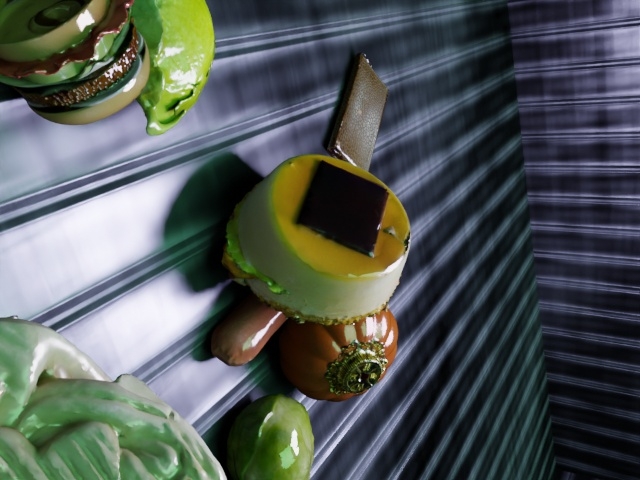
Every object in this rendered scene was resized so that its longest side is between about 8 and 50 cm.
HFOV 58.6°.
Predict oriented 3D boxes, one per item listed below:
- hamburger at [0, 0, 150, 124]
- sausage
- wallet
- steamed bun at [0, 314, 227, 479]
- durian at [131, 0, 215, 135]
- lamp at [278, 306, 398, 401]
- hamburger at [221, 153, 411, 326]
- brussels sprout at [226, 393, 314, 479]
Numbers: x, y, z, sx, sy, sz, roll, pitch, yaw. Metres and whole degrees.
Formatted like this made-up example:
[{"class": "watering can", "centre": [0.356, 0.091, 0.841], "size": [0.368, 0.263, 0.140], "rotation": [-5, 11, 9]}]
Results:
[{"class": "hamburger", "centre": [-0.263, -0.200, 0.608], "size": [0.137, 0.175, 0.175], "rotation": [69, 38, -51]}, {"class": "sausage", "centre": [-0.103, 0.128, 0.924], "size": [0.194, 0.077, 0.077], "rotation": [-48, 129, -42]}, {"class": "wallet", "centre": [0.083, -0.263, 1.220], "size": [0.133, 0.039, 0.243], "rotation": [36, 62, -43]}, {"class": "steamed bun", "centre": [-0.297, 0.258, 0.506], "size": [0.394, 0.237, 0.346], "rotation": [6, 55, -25]}, {"class": "durian", "centre": [-0.205, -0.262, 0.738], "size": [0.139, 0.101, 0.250], "rotation": [-17, 106, -56]}, {"class": "lamp", "centre": [0.032, 0.183, 1.018], "size": [0.223, 0.196, 0.223], "rotation": [-12, 121, -21]}, {"class": "hamburger", "centre": [0.000, 0.000, 0.915], "size": [0.179, 0.294, 0.276], "rotation": [120, -12, -48]}, {"class": "brussels sprout", "centre": [-0.081, 0.345, 0.924], "size": [0.145, 0.131, 0.183], "rotation": [-21, 110, -77]}]
